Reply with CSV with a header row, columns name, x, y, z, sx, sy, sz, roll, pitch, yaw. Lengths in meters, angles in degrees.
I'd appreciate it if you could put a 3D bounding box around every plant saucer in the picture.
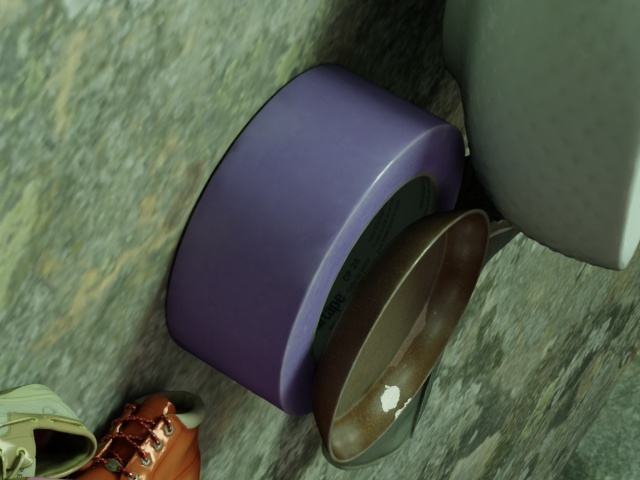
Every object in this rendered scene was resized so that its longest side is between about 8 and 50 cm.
name,x,y,z,sx,sy,sz,roll,pitch,yaw
plant saucer,0.043,0.050,0.978,0.168,0.029,0.168,-50,158,-29

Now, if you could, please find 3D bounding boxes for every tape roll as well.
name,x,y,z,sx,sy,sz,roll,pitch,yaw
tape roll,0.000,0.000,0.964,0.189,0.080,0.189,-50,158,-28

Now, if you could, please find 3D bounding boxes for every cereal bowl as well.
name,x,y,z,sx,sy,sz,roll,pitch,yaw
cereal bowl,0.165,-0.160,1.008,0.339,0.141,0.339,19,90,-76

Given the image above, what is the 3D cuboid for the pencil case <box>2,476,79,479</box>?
name,x,y,z,sx,sy,sz,roll,pitch,yaw
pencil case,-0.095,0.235,0.830,0.386,0.167,0.160,73,14,-66

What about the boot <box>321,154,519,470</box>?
name,x,y,z,sx,sy,sz,roll,pitch,yaw
boot,0.083,0.053,1.211,0.190,0.076,0.208,-29,140,-32

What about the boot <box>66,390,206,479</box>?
name,x,y,z,sx,sy,sz,roll,pitch,yaw
boot,-0.111,0.125,0.917,0.158,0.059,0.084,-15,123,-68

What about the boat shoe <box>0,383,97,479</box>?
name,x,y,z,sx,sy,sz,roll,pitch,yaw
boat shoe,-0.150,0.099,0.779,0.135,0.045,0.050,-19,136,-62
